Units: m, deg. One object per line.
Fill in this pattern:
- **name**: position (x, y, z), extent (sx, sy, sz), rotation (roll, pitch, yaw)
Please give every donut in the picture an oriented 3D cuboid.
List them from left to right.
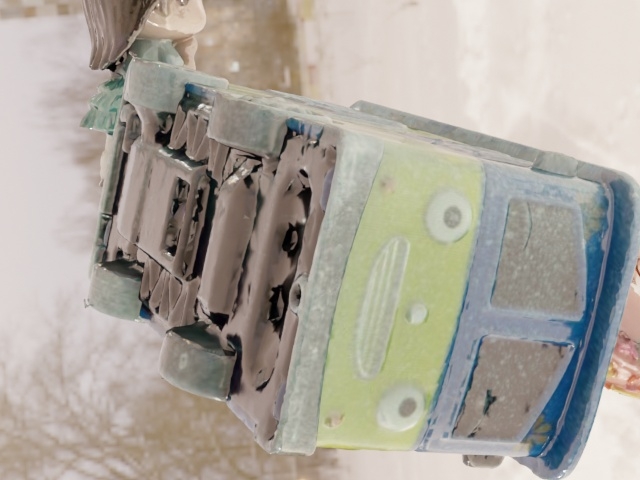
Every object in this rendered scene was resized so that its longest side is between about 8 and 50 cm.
- **donut**: position (0.284, 0.052, 1.227), extent (0.085, 0.199, 0.233), rotation (-52, 32, 39)

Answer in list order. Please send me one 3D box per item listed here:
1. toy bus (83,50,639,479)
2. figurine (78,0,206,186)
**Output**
- **toy bus**: position (0.000, 0.000, 0.665), extent (0.312, 0.190, 0.152), rotation (28, 107, 63)
- **figurine**: position (-0.162, -0.167, 1.100), extent (0.138, 0.110, 0.246), rotation (14, 102, 48)
